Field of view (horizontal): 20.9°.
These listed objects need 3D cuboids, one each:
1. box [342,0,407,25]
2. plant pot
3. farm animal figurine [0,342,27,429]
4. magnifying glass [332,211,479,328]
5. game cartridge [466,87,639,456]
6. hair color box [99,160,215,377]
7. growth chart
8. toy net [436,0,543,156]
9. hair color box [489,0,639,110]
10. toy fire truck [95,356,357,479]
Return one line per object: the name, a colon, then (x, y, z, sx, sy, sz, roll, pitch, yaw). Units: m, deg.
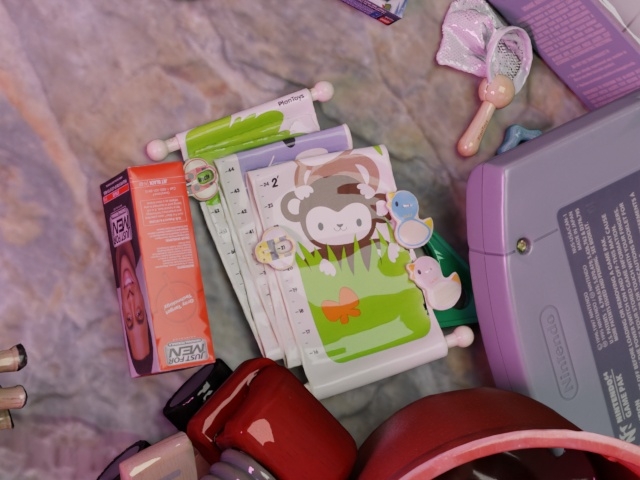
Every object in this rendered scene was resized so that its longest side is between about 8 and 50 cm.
box: (0.040, -0.247, 1.338, 0.094, 0.027, 0.137, 26, 72, -19)
plant pot: (0.117, 0.219, 1.118, 0.272, 0.265, 0.272, -1, 99, -4)
farm animal figurine: (-0.259, 0.241, 0.988, 0.172, 0.327, 0.330, -4, 71, -26)
magnifying glass: (0.111, 0.045, 1.329, 0.231, 0.026, 0.092, 19, 75, -18)
game cartridge: (0.215, 0.054, 1.318, 0.198, 0.062, 0.297, -23, 107, -22)
hair color box: (-0.114, 0.021, 1.207, 0.043, 0.072, 0.141, -8, 85, -24)
growth chart: (0.000, 0.000, 1.269, 0.172, 0.021, 0.237, -27, 87, -17)
toy net: (0.163, -0.088, 1.357, 0.122, 0.045, 0.232, -12, 87, -24)
hair color box: (0.302, -0.168, 1.393, 0.374, 0.113, 0.185, 46, 67, -11)
toy fire truck: (-0.072, 0.162, 1.107, 0.158, 0.246, 0.217, 48, 68, -10)
